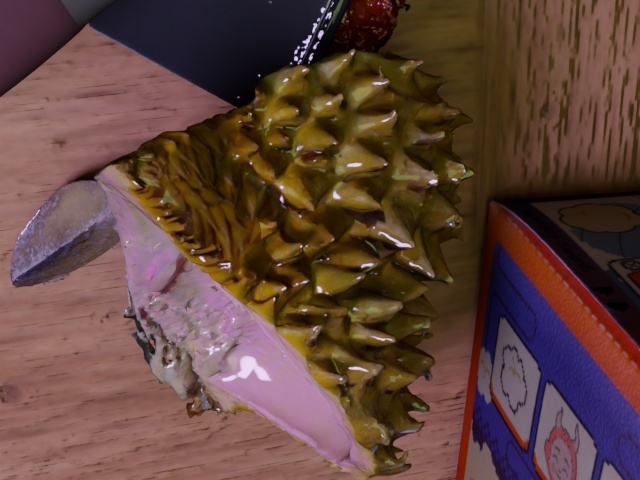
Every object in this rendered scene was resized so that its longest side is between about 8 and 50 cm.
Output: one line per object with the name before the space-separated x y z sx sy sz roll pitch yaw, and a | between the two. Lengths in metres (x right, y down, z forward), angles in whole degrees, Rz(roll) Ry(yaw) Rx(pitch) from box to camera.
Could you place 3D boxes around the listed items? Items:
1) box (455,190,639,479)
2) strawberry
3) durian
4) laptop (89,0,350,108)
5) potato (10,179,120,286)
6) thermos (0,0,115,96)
box | 0.301 0.127 0.742 0.349 0.318 0.256 -4 117 -13
strawberry | 0.001 -0.125 0.669 0.083 0.073 0.073 22 110 -15
durian | 0.008 0.000 0.675 0.195 0.186 0.305 -46 149 -22
laptop | -0.035 -0.162 0.631 0.129 0.016 0.180 29 110 10
potato | -0.141 -0.009 0.713 0.093 0.036 0.037 -33 160 24
thermos | -0.187 -0.120 0.556 0.265 0.176 0.146 -26 86 1
